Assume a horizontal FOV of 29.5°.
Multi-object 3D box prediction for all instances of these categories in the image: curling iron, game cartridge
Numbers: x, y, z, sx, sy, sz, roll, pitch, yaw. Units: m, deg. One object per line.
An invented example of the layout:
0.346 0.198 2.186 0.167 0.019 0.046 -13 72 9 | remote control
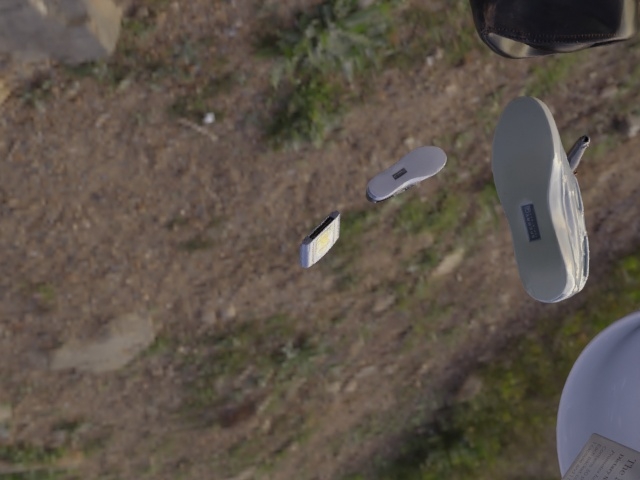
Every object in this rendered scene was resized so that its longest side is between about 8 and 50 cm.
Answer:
0.413 -0.110 2.063 0.035 0.068 0.274 32 158 5 | curling iron
0.000 0.000 1.718 0.083 0.017 0.056 -44 156 -33 | game cartridge

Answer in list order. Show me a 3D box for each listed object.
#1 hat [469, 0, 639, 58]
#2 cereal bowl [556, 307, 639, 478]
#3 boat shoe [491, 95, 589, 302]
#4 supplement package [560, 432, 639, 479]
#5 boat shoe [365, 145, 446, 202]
0.221 -0.246 1.195 0.331 0.134 0.331 6 180 0 | hat
0.384 0.196 1.078 0.141 0.339 0.339 -20 159 -39 | cereal bowl
0.248 -0.045 1.343 0.079 0.228 0.081 -11 175 37 | boat shoe
0.288 0.267 0.922 0.134 0.244 0.139 44 76 -28 | supplement package
0.127 -0.100 1.846 0.142 0.049 0.040 -28 170 -20 | boat shoe
